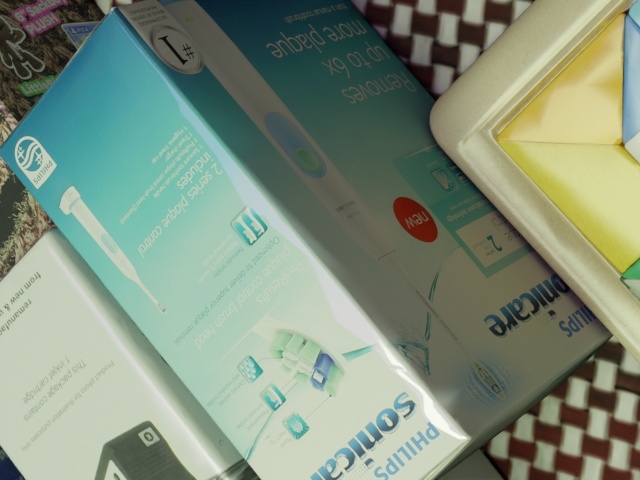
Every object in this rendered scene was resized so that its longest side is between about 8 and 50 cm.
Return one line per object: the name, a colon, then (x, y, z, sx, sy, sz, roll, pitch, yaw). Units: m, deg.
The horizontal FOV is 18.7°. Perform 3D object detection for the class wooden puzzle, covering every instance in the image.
wooden puzzle: (0.199, -0.053, 1.051, 0.238, 0.044, 0.221, 50, 117, 10)

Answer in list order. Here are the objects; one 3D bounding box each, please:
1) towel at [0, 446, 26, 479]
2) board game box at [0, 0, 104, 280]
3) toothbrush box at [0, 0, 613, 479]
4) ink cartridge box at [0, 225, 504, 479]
towel: (-0.122, 0.222, 1.225, 0.040, 0.243, 0.336, -18, 95, 24)
board game box: (-0.256, -0.077, 1.276, 0.291, 0.141, 0.232, 52, 123, 8)
toothbrush box: (0.000, 0.000, 1.098, 0.295, 0.216, 0.126, 52, 123, 10)
ink cartridge box: (-0.041, 0.123, 1.153, 0.129, 0.223, 0.307, -43, 80, 31)
